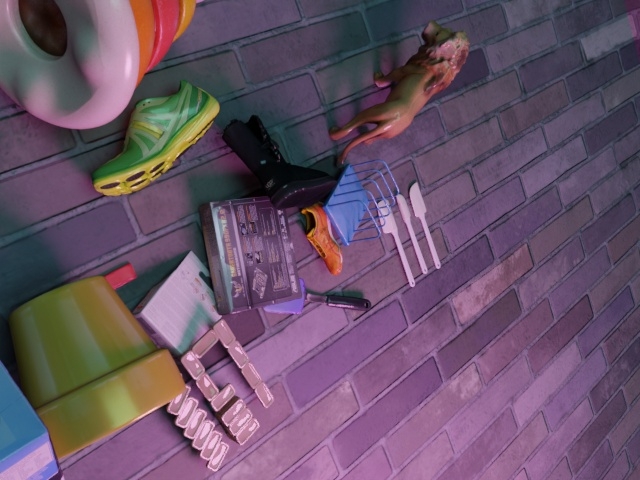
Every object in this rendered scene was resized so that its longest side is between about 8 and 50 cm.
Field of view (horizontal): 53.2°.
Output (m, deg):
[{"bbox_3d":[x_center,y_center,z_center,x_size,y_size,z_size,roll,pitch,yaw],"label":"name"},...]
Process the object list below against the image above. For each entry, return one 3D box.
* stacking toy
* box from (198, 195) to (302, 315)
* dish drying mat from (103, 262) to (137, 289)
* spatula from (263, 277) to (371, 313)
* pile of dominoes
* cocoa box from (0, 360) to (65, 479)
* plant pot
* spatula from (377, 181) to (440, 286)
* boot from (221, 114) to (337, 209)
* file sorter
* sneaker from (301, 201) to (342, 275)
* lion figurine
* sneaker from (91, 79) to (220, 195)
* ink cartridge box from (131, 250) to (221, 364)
[{"bbox_3d":[-0.342,-0.435,1.125,0.351,0.350,0.480,61,38,-18],"label":"stacking toy"},{"bbox_3d":[-0.143,0.027,1.336,0.183,0.056,0.231,-10,88,-37],"label":"box"},{"bbox_3d":[-0.385,0.074,1.192,0.083,0.008,0.032,-31,105,-34],"label":"dish drying mat"},{"bbox_3d":[0.002,0.134,1.469,0.296,0.030,0.084,11,79,-36],"label":"spatula"},{"bbox_3d":[-0.212,0.308,1.273,0.196,0.040,0.251,-43,120,-30],"label":"pile of dominoes"},{"bbox_3d":[-0.532,0.229,0.834,0.231,0.228,0.347,-32,66,-33],"label":"cocoa box"},{"bbox_3d":[-0.386,0.198,1.052,0.254,0.254,0.239,-25,87,-35],"label":"plant pot"},{"bbox_3d":[0.236,-0.011,1.666,0.168,0.019,0.242,-30,107,-40],"label":"spatula"},{"bbox_3d":[-0.083,-0.171,1.358,0.207,0.094,0.246,54,26,10],"label":"boot"},{"bbox_3d":[0.101,-0.091,1.473,0.118,0.104,0.170,60,38,-29],"label":"file sorter"},{"bbox_3d":[0.000,0.000,1.462,0.067,0.064,0.175,-21,90,-32],"label":"sneaker"},{"bbox_3d":[0.195,-0.335,1.509,0.142,0.240,0.392,41,65,-28],"label":"lion figurine"},{"bbox_3d":[-0.324,-0.195,1.210,0.123,0.109,0.295,44,63,-2],"label":"sneaker"},{"bbox_3d":[-0.271,0.131,1.269,0.145,0.045,0.179,53,41,-22],"label":"ink cartridge box"}]
